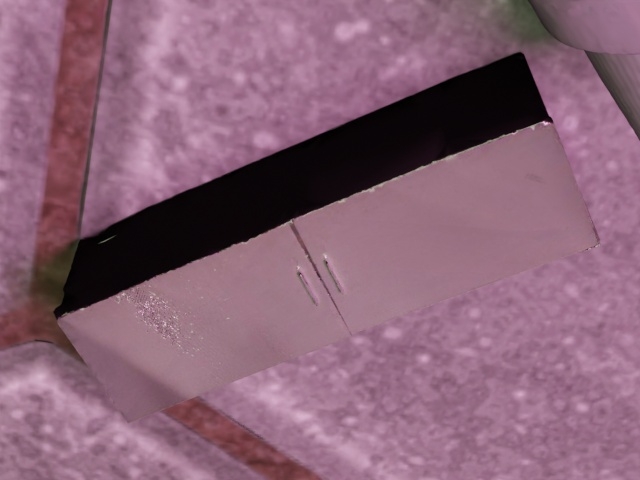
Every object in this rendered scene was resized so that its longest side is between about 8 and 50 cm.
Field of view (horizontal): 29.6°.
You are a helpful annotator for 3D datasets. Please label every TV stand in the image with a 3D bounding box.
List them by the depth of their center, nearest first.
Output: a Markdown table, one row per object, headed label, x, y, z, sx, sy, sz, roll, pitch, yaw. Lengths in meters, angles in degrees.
| label | x | y | z | sx | sy | sz | roll | pitch | yaw |
| --- | --- | --- | --- | --- | --- | --- | --- | --- | --- |
| TV stand | 0.000 | 0.000 | 0.642 | 0.269 | 0.088 | 0.083 | -23 | 120 | 12 |

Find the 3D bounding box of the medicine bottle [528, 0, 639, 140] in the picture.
| label | x | y | z | sx | sy | sz | roll | pitch | yaw |
| --- | --- | --- | --- | --- | --- | --- | --- | --- | --- |
| medicine bottle | 0.143 | -0.192 | 0.432 | 0.245 | 0.245 | 0.306 | -28 | 119 | 16 |
